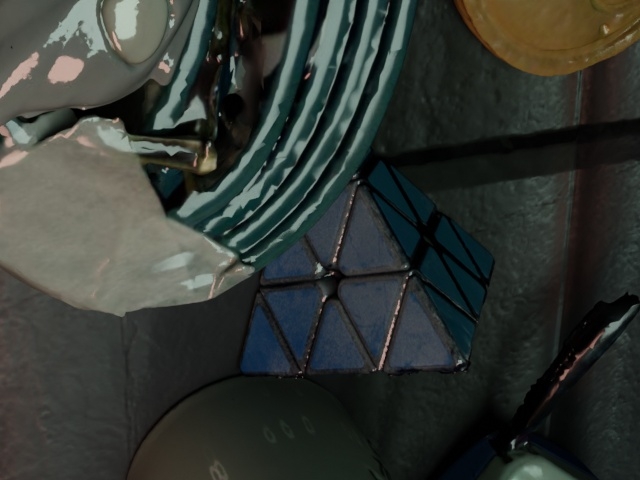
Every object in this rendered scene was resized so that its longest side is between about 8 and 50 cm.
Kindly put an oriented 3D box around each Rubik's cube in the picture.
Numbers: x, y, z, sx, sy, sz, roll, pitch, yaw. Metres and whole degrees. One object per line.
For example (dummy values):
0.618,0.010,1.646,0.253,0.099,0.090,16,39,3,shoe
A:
0.000,0.000,0.896,0.190,0.211,0.178,-20,100,13,Rubik's cube

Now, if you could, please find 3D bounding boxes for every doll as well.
-0.090,-0.121,0.585,0.227,0.075,0.102,-44,96,-5,doll

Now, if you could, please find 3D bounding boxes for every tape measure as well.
0.190,0.209,1.057,0.215,0.098,0.351,30,102,-31,tape measure

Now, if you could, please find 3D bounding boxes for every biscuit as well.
0.195,-0.248,0.873,0.202,0.044,0.289,22,105,-31,biscuit

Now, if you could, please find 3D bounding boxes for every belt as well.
-0.105,-0.180,0.691,0.300,0.173,0.436,-1,111,-15,belt

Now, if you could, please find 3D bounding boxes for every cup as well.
-0.011,0.259,0.913,0.186,0.234,0.258,-18,122,-15,cup
